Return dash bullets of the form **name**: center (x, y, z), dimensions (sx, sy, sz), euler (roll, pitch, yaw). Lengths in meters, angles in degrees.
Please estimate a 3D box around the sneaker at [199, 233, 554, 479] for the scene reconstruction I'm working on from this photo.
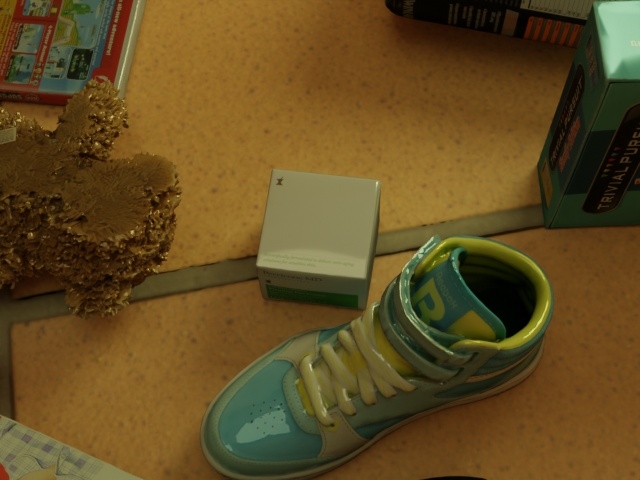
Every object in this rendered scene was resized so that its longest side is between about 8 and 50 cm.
- **sneaker**: center (0.042, 0.089, 0.794), dimensions (0.319, 0.208, 0.127), euler (-23, 69, -8)

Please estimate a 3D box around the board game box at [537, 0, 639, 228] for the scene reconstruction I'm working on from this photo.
- **board game box**: center (0.378, -0.103, 0.845), dimensions (0.336, 0.254, 0.079), euler (-1, 65, 1)

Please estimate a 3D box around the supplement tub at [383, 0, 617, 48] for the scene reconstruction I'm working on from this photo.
- **supplement tub**: center (0.231, -0.291, 0.967), dimensions (0.316, 0.193, 0.193), euler (12, 67, 6)

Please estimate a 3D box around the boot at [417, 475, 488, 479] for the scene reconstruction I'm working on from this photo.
- **boot**: center (0.062, 0.300, 0.768), dimensions (0.236, 0.085, 0.178), euler (-18, 95, -40)

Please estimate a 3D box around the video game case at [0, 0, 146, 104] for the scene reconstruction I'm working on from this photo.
- **video game case**: center (-0.334, -0.242, 1.054), dimensions (0.285, 0.025, 0.204), euler (5, 66, 4)

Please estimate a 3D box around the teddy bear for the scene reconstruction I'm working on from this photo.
- **teddy bear**: center (-0.278, -0.045, 0.933), dimensions (0.338, 0.113, 0.245), euler (6, 60, 13)

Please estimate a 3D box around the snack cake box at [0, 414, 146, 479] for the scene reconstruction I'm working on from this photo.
- **snack cake box**: center (-0.209, 0.223, 0.686), dimensions (0.264, 0.089, 0.152), euler (20, 44, 17)

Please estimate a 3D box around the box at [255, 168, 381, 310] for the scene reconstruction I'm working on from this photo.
- **box**: center (0.000, 0.000, 0.901), dimensions (0.101, 0.087, 0.102), euler (7, 66, 5)
